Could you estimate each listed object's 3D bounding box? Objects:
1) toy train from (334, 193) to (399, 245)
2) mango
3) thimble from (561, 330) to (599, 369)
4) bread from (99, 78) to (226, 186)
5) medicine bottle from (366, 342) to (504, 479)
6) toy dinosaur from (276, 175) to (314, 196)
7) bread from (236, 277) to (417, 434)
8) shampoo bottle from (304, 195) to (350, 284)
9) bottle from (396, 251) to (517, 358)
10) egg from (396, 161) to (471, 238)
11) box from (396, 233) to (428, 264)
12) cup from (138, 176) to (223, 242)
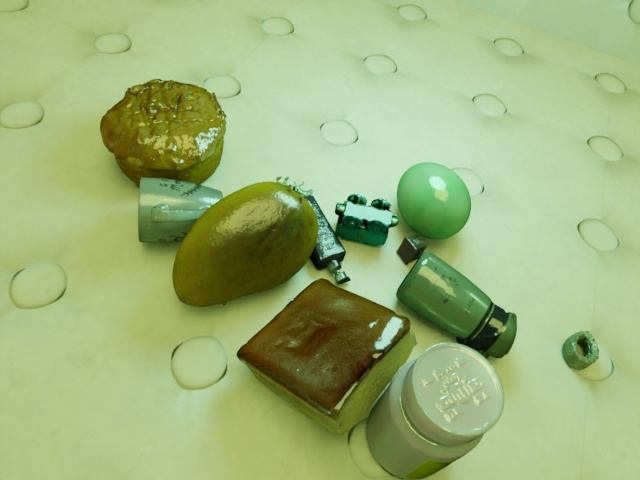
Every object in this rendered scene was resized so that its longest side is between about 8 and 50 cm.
[{"bbox_3d":[0.138,-0.060,1.498,0.197,0.154,0.107,12,58,1],"label":"toy train"},{"bbox_3d":[-0.207,0.020,1.330,0.445,0.301,0.220,-38,27,-13],"label":"mango"},{"bbox_3d":[0.754,0.315,1.392,0.084,0.062,0.110,30,57,11],"label":"thimble"},{"bbox_3d":[-0.488,-0.349,1.563,0.398,0.215,0.398,5,53,-6],"label":"bread"},{"bbox_3d":[0.238,0.386,1.066,0.213,0.379,0.214,4,54,-5],"label":"medicine bottle"},{"bbox_3d":[-0.121,-0.160,1.598,0.187,0.044,0.106,-22,77,-24],"label":"toy dinosaur"},{"bbox_3d":[0.017,0.267,1.191,0.333,0.143,0.323,20,49,38],"label":"bread"},{"bbox_3d":[-0.001,0.000,1.483,0.098,0.071,0.309,-18,60,-21],"label":"shampoo bottle"},{"bbox_3d":[0.394,0.191,1.363,0.347,0.168,0.168,36,57,10],"label":"bottle"},{"bbox_3d":[0.359,-0.129,1.541,0.220,0.220,0.270,-10,50,-16],"label":"egg"},{"bbox_3d":[0.289,0.026,1.509,0.063,0.085,0.060,-19,59,-30],"label":"box"},{"bbox_3d":[-0.399,-0.080,1.377,0.234,0.258,0.186,1,99,-15],"label":"cup"}]
